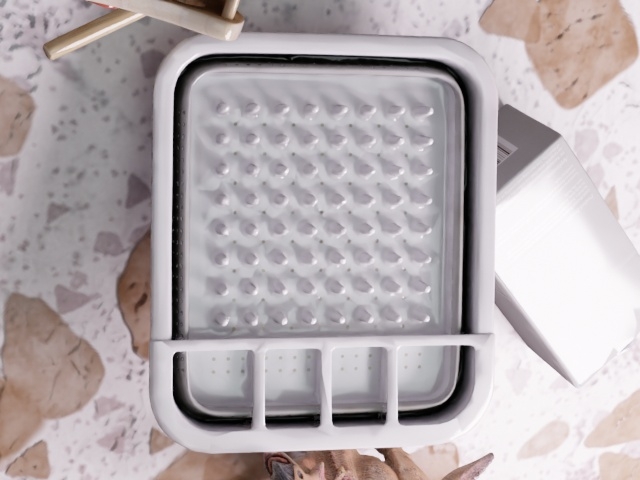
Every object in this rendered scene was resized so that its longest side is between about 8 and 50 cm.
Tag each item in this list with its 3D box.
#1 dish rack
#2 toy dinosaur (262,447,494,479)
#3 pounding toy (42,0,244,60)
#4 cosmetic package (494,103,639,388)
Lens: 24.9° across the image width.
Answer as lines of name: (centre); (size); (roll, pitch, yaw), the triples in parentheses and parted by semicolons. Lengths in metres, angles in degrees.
dish rack: (0.000, 0.000, 1.180); (0.285, 0.072, 0.333); (0, 95, -13)
toy dinosaur: (0.045, 0.237, 1.277); (0.295, 0.200, 0.127); (11, 105, -30)
pounding toy: (-0.137, -0.172, 1.000); (0.269, 0.154, 0.155); (-2, 119, -51)
cosmetic package: (0.205, 0.008, 1.323); (0.127, 0.107, 0.238); (-40, 125, -5)
